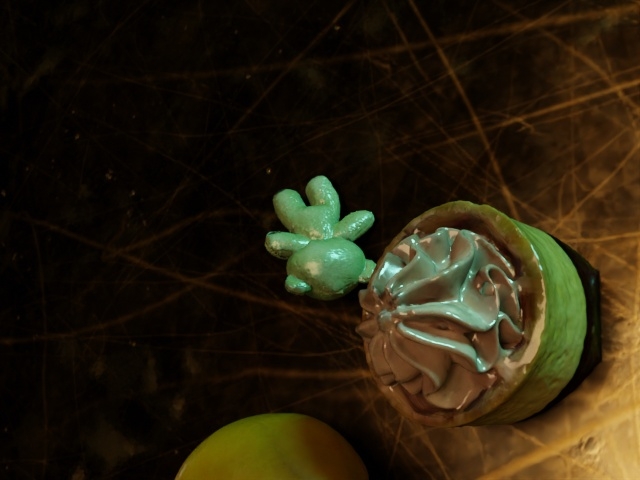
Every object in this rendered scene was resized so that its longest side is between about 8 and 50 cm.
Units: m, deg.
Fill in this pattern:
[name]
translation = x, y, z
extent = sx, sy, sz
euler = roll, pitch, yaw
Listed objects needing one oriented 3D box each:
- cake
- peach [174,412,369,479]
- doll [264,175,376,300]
[cake]
translation = 0.115, 0.056, 0.799
extent = 0.208, 0.178, 0.185
euler = -37, 58, 20
[peach]
translation = -0.043, 0.286, 0.877
extent = 0.251, 0.153, 0.251
euler = -5, 84, 50
[doll]
translation = 0.000, 0.000, 0.975
extent = 0.115, 0.077, 0.150
euler = -11, 53, -5
